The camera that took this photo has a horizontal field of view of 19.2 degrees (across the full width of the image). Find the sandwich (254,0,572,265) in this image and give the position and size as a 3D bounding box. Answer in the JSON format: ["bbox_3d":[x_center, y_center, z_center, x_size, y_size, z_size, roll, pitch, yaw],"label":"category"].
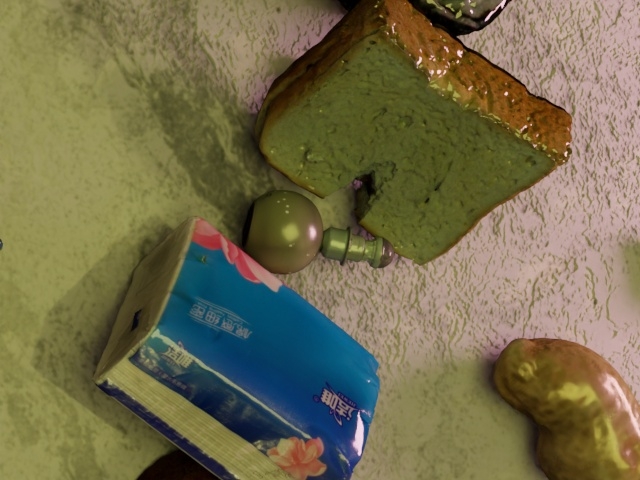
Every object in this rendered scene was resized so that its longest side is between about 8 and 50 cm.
[{"bbox_3d":[0.085,-0.116,1.999,0.273,0.249,0.095,34,39,-21],"label":"sandwich"}]

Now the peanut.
[{"bbox_3d":[0.297,0.205,2.149,0.137,0.122,0.253,-36,102,-8],"label":"peanut"}]

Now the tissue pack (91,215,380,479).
[{"bbox_3d":[-0.077,0.132,1.940,0.270,0.137,0.209,40,38,-18],"label":"tissue pack"}]

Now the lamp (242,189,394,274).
[{"bbox_3d":[0.000,0.000,2.023,0.163,0.091,0.091,12,86,-11],"label":"lamp"}]

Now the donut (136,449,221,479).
[{"bbox_3d":[-0.138,0.320,1.981,0.141,0.085,0.217,12,88,-23],"label":"donut"}]

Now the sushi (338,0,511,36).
[{"bbox_3d":[0.058,-0.352,2.012,0.350,0.171,0.211,35,76,-20],"label":"sushi"}]

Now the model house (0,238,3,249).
[{"bbox_3d":[-0.421,-0.006,1.830,0.214,0.195,0.189,44,49,-32],"label":"model house"}]
